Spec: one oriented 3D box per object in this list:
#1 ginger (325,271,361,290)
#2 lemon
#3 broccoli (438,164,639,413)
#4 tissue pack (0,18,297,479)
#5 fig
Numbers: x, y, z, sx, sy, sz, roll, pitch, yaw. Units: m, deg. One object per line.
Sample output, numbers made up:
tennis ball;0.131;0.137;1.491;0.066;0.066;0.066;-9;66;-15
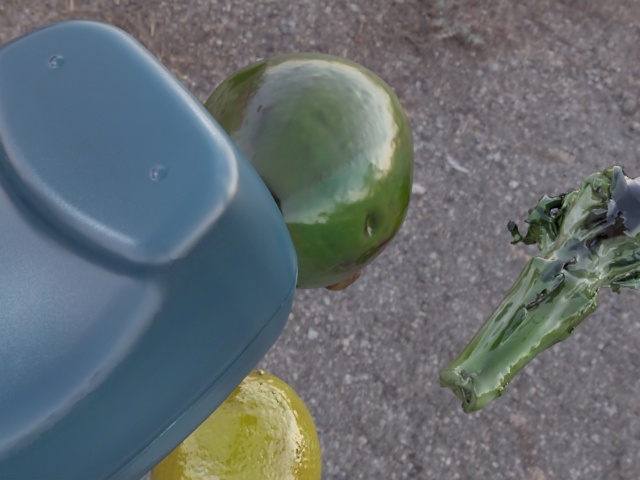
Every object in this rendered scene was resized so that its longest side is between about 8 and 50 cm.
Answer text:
ginger;0.000;0.000;0.953;0.103;0.073;0.162;23;12;-9
lemon;-0.112;0.303;1.151;0.235;0.236;0.263;-17;81;-27
broccoli;0.237;0.058;0.882;0.304;0.165;0.145;-41;95;-17
tissue pack;-0.158;0.046;0.461;0.287;0.206;0.198;-41;63;-13
fig;-0.022;-0.049;0.656;0.181;0.181;0.191;22;24;6
